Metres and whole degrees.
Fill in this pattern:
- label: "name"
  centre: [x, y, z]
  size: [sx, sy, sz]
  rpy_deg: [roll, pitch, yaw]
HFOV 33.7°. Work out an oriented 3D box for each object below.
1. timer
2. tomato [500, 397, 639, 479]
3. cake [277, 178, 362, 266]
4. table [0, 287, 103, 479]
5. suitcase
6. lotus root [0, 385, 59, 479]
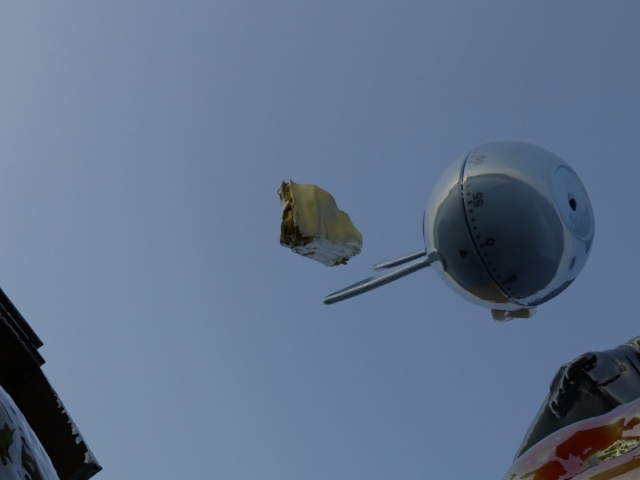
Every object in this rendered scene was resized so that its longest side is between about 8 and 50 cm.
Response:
- label: "timer"
  centre: [0.146, 0.018, 1.008]
  size: [0.175, 0.175, 0.255]
  rpy_deg: [45, -57, 7]
- label: "tomato"
  centre: [0.277, 0.256, 0.863]
  size: [0.270, 0.270, 0.222]
  rpy_deg: [-21, -85, 39]
- label: "cake"
  centre: [0.004, -0.001, 1.492]
  size: [0.080, 0.116, 0.185]
  rpy_deg: [-15, -50, 16]
- label: "table"
  centre: [-0.341, 0.095, 0.841]
  size: [0.282, 0.196, 0.250]
  rpy_deg: [29, -29, 60]
- label: "suitcase"
  centre: [0.441, 0.343, 1.447]
  size: [0.345, 0.188, 0.339]
  rpy_deg: [53, -36, 32]
- label: "lotus root"
  centre: [-0.147, 0.137, 0.386]
  size: [0.210, 0.142, 0.314]
  rpy_deg: [60, -26, -12]
